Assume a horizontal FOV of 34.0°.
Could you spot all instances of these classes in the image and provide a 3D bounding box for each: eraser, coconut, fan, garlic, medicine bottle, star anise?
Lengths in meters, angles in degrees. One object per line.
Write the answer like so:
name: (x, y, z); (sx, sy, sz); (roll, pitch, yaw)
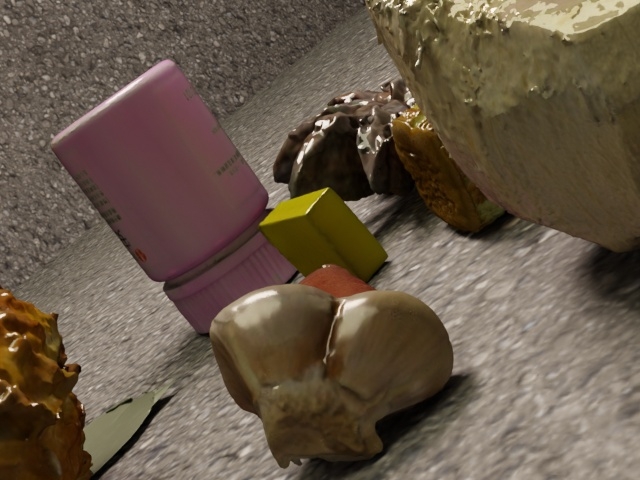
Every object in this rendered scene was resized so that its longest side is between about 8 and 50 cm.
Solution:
eraser: (0.000, 0.000, 1.089); (0.045, 0.097, 0.122); (-49, 17, -22)
coconut: (0.202, -0.141, 0.725); (0.297, 0.254, 0.297); (-17, 50, 21)
fan: (-0.191, 0.181, 1.125); (0.310, 0.010, 0.182); (-39, 14, 0)
garlic: (0.008, 0.089, 0.750); (0.175, 0.124, 0.099); (-7, 1, 6)
medicine bottle: (-0.165, -0.050, 1.247); (0.178, 0.290, 0.178); (-33, 14, 10)
star anise: (0.091, -0.127, 1.196); (0.332, 0.117, 0.331); (-14, 14, 4)

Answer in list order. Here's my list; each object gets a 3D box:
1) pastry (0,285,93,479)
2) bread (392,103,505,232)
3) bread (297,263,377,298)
pastry: (-0.370, 0.197, 0.936); (0.405, 0.292, 0.337); (-41, 1, 18)
bread: (0.125, -0.076, 0.977); (0.069, 0.128, 0.140); (-32, 16, -6)
bread: (0.002, 0.076, 0.889); (0.119, 0.067, 0.192); (-38, 13, -9)
